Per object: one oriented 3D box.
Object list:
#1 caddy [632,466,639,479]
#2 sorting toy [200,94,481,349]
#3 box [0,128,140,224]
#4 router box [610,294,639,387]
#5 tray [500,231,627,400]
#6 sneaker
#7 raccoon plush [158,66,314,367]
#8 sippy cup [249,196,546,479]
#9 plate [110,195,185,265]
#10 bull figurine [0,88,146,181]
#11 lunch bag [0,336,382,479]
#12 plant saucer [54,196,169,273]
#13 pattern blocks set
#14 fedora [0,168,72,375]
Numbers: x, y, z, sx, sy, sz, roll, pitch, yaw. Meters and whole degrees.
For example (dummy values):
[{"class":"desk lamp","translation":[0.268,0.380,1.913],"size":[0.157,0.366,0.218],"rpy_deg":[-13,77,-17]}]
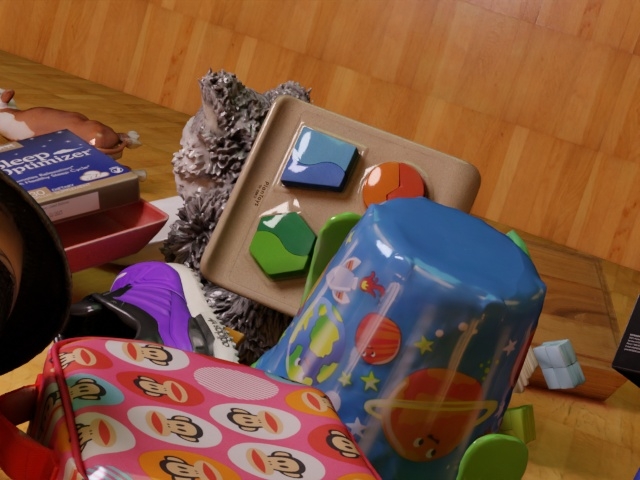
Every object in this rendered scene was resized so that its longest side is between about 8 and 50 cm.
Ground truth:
[{"class":"caddy","translation":[0.404,0.259,1.111],"size":[0.341,0.179,0.241],"rpy_deg":[20,-12,18]},{"class":"sorting toy","translation":[0.001,0.025,1.311],"size":[0.229,0.307,0.041],"rpy_deg":[22,-10,9]},{"class":"box","translation":[-0.313,-0.076,1.475],"size":[0.136,0.037,0.225],"rpy_deg":[-17,28,-30]},{"class":"router box","translation":[0.456,0.153,1.180],"size":[0.308,0.081,0.243],"rpy_deg":[10,-19,49]},{"class":"tray","translation":[0.207,0.075,1.751],"size":[0.410,0.076,0.203],"rpy_deg":[14,47,-22]},{"class":"sneaker","translation":[-0.185,0.080,1.255],"size":[0.146,0.102,0.293],"rpy_deg":[12,11,-25]},{"class":"raccoon plush","translation":[0.000,0.000,1.441],"size":[0.446,0.299,0.216],"rpy_deg":[23,11,25]},{"class":"sippy cup","translation":[0.074,0.093,1.129],"size":[0.305,0.224,0.240],"rpy_deg":[34,26,22]},{"class":"plate","translation":[-0.157,-0.022,1.775],"size":[0.277,0.045,0.278],"rpy_deg":[-12,14,-4]},{"class":"bull figurine","translation":[-0.431,-0.174,2.215],"size":[0.310,0.101,0.188],"rpy_deg":[24,10,35]},{"class":"lunch bag","translation":[-0.103,0.159,0.910],"size":[0.258,0.120,0.293],"rpy_deg":[14,11,-16]},{"class":"plant saucer","translation":[-0.334,-0.012,1.434],"size":[0.258,0.048,0.259],"rpy_deg":[-19,29,-32]},{"class":"pattern blocks set","translation":[0.154,0.089,1.416],"size":[0.026,0.285,0.325],"rpy_deg":[-23,-8,-25]},{"class":"fedora","translation":[-0.322,0.065,0.806],"size":[0.334,0.334,0.153],"rpy_deg":[14,44,-21]}]
